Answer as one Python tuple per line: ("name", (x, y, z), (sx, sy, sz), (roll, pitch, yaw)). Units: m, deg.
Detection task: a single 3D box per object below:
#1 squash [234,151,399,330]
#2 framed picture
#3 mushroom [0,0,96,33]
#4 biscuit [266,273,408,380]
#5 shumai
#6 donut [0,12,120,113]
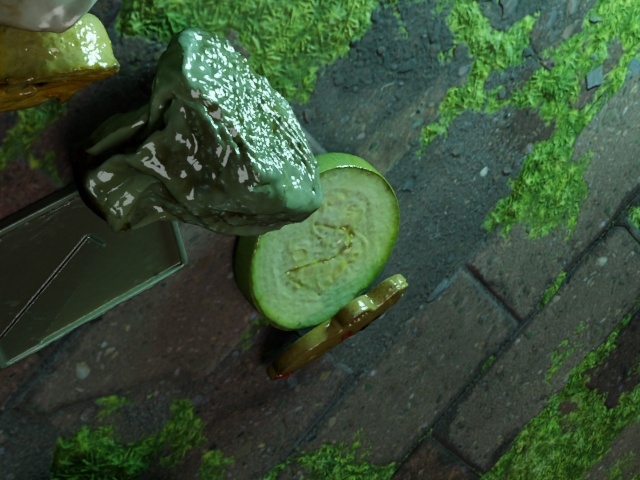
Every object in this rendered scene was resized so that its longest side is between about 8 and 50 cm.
("squash", (0.000, 0.000, 1.680), (0.252, 0.049, 0.252), (-23, 133, -27))
("framed picture", (-0.286, 0.021, 1.477), (0.265, 0.018, 0.192), (-30, 135, -21))
("mushroom", (-0.252, -0.318, 1.067), (0.298, 0.297, 0.290), (-10, 130, -36))
("biscuit", (0.024, 0.126, 1.750), (0.226, 0.036, 0.166), (-33, 171, -12))
("shumai", (-0.141, -0.089, 1.407), (0.222, 0.225, 0.261), (-37, 133, 25))
("donut", (-0.289, -0.174, 1.224), (0.174, 0.190, 0.074), (-13, 90, -37))
